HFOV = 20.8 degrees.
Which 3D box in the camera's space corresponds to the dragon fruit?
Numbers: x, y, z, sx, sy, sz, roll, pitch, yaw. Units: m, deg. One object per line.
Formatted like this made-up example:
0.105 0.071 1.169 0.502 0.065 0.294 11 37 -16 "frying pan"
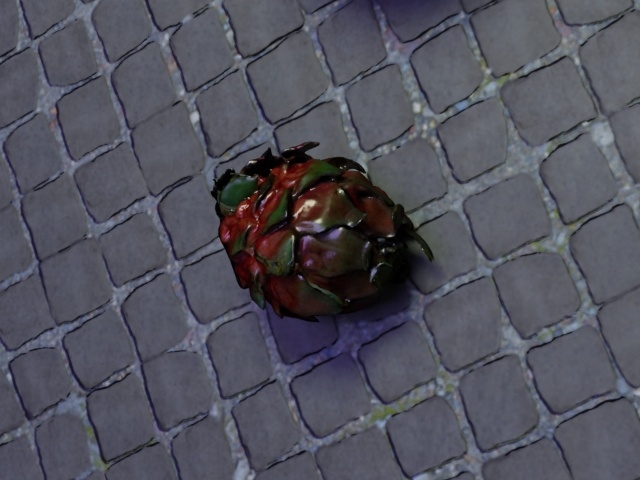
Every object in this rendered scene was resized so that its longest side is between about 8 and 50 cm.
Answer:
-0.007 -0.004 1.740 0.188 0.182 0.182 44 105 35 "dragon fruit"
